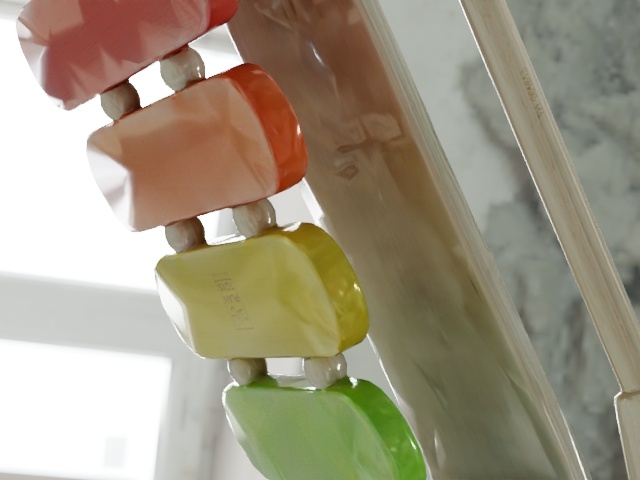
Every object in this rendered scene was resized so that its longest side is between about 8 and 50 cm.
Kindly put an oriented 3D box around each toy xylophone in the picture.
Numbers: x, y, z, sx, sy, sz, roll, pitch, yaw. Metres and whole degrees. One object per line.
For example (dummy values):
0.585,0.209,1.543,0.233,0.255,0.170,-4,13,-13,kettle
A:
0.000,0.000,0.567,0.322,0.081,0.236,62,-20,1,toy xylophone
